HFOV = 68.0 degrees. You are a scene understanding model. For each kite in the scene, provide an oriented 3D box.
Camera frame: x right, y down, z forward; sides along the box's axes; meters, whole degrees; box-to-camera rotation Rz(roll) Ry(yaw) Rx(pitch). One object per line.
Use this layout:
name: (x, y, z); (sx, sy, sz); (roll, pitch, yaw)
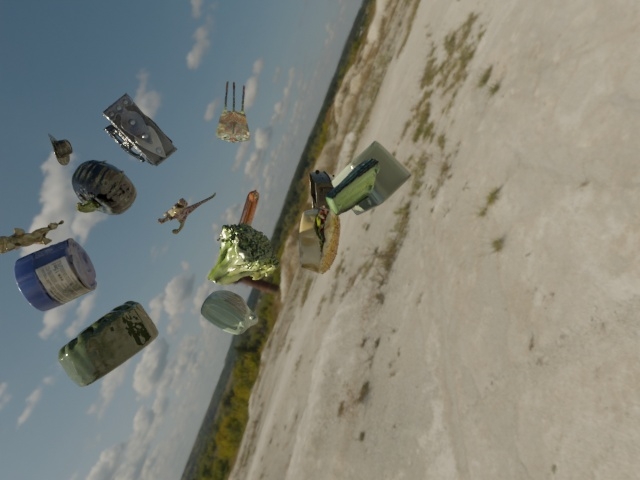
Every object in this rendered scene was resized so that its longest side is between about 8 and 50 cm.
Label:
kite: (-0.309, -0.462, 1.723); (0.016, 0.127, 0.229); (-102, 21, -53)

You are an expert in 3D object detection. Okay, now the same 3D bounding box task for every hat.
hat: (-0.903, -0.325, 1.661); (0.121, 0.050, 0.121); (158, 90, -85)

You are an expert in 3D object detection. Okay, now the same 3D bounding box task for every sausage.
sausage: (-0.318, -0.085, 2.029); (0.053, 0.053, 0.347); (-75, 8, -48)

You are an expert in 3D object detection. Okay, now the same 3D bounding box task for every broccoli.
broccoli: (-0.276, 0.072, 1.677); (0.245, 0.248, 0.288); (-56, -18, 1)

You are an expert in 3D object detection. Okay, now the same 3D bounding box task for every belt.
belt: (-0.562, -0.325, 1.466); (0.128, 0.218, 0.122); (-45, 9, -8)

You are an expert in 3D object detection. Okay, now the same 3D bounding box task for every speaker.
speaker: (0.180, -0.234, 1.839); (0.183, 0.184, 0.406); (-43, 4, -9)

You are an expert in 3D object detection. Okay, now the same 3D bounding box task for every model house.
model house: (0.079, -0.255, 2.489); (0.211, 0.243, 0.204); (-115, 19, -62)

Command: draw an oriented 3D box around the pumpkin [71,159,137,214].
pumpkin: (-1.034, -0.223, 2.249); (0.296, 0.296, 0.295); (-159, 90, -85)

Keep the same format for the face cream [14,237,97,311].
face cream: (-1.086, 0.141, 1.971); (0.249, 0.225, 0.249); (157, 90, -83)

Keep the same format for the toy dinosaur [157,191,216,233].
toy dinosaur: (-0.541, -0.115, 1.912); (0.200, 0.072, 0.251); (-42, -14, 16)

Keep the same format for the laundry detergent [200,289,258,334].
laundry detergent: (-0.353, 0.282, 1.915); (0.105, 0.215, 0.280); (-61, -4, 2)

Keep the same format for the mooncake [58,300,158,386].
mooncake: (-0.826, 0.393, 1.845); (0.356, 0.194, 0.356); (-32, 5, 3)

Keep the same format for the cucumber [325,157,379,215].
cucumber: (0.099, -0.170, 1.494); (0.193, 0.086, 0.115); (-43, -32, -18)

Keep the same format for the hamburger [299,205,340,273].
hamburger: (0.000, 0.000, 2.054); (0.302, 0.170, 0.301); (4, -90, -85)

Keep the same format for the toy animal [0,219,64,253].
toy animal: (-1.297, -0.007, 2.072); (0.312, 0.158, 0.097); (-21, -80, -52)
